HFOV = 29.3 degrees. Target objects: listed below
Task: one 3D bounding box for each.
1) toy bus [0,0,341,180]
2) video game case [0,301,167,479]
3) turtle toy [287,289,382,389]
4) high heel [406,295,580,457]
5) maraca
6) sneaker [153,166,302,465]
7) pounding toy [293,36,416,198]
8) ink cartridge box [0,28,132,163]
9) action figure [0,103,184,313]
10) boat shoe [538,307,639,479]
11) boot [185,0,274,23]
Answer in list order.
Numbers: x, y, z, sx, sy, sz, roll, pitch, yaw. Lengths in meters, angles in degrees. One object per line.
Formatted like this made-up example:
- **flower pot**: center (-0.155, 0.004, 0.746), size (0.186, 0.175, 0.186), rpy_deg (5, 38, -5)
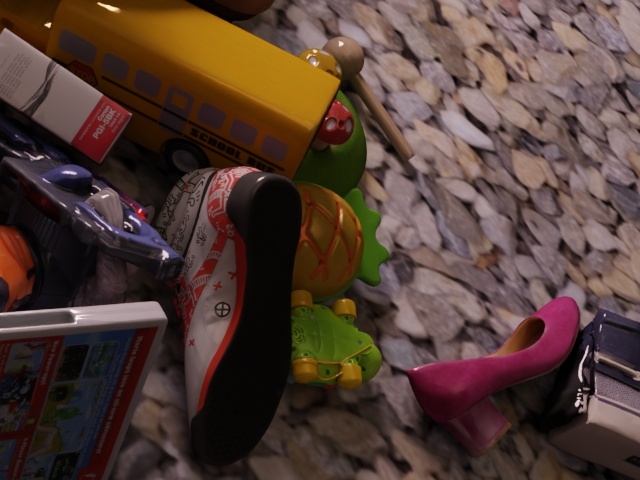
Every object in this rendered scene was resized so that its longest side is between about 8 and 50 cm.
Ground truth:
- **toy bus**: center (-0.159, -0.164, 1.192), size (0.332, 0.130, 0.108), rpy_deg (27, 49, -1)
- **video game case**: center (-0.271, 0.134, 0.912), size (0.285, 0.204, 0.025), rpy_deg (-2, 42, -34)
- **turtle toy**: center (0.007, 0.108, 1.199), size (0.130, 0.066, 0.095), rpy_deg (13, 57, -27)
- **high heel**: center (0.188, 0.111, 1.308), size (0.117, 0.082, 0.244), rpy_deg (50, 60, -9)
- **maraca**: center (0.000, 0.000, 1.244), size (0.185, 0.099, 0.127), rpy_deg (-4, 81, -43)
- **sneaker**: center (-0.100, 0.063, 1.144), size (0.090, 0.145, 0.270), rpy_deg (6, 94, -40)
- **pounding toy**: center (0.009, -0.147, 1.336), size (0.237, 0.110, 0.183), rpy_deg (-27, 78, -41)
- **ink cartridge box**: center (-0.242, -0.128, 1.113), size (0.135, 0.099, 0.056), rpy_deg (34, 87, -9)
- **action figure**: center (-0.297, -0.004, 1.054), size (0.330, 0.178, 0.341), rpy_deg (-6, 35, -42)
- **boat shoe**: center (0.410, 0.200, 1.359), size (0.340, 0.127, 0.158), rpy_deg (28, 57, -15)
- **boot**: center (-0.172, -0.279, 1.247), size (0.248, 0.207, 0.090), rpy_deg (19, 75, -22)
